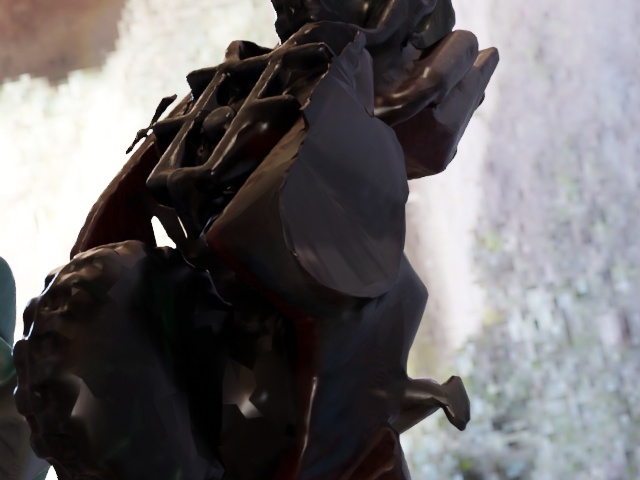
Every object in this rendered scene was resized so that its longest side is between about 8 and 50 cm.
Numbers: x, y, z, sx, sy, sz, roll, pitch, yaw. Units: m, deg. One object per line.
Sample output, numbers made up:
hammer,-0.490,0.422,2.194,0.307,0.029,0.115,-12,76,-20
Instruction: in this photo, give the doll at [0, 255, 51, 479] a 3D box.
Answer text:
doll,-0.175,0.113,0.735,0.153,0.195,0.258,-49,-23,-44

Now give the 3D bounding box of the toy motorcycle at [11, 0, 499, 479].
toy motorcycle,0.001,0.000,0.512,0.122,0.082,0.213,56,-134,-32
